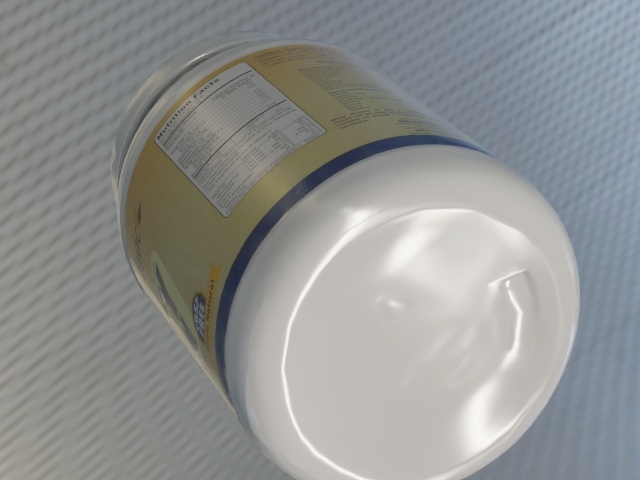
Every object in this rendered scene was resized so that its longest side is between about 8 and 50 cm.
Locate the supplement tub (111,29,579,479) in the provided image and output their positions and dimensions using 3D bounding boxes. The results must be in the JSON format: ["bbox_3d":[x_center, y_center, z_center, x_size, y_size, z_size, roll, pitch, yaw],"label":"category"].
[{"bbox_3d":[0.000,0.000,1.116,0.228,0.316,0.228,-10,117,-21],"label":"supplement tub"}]
